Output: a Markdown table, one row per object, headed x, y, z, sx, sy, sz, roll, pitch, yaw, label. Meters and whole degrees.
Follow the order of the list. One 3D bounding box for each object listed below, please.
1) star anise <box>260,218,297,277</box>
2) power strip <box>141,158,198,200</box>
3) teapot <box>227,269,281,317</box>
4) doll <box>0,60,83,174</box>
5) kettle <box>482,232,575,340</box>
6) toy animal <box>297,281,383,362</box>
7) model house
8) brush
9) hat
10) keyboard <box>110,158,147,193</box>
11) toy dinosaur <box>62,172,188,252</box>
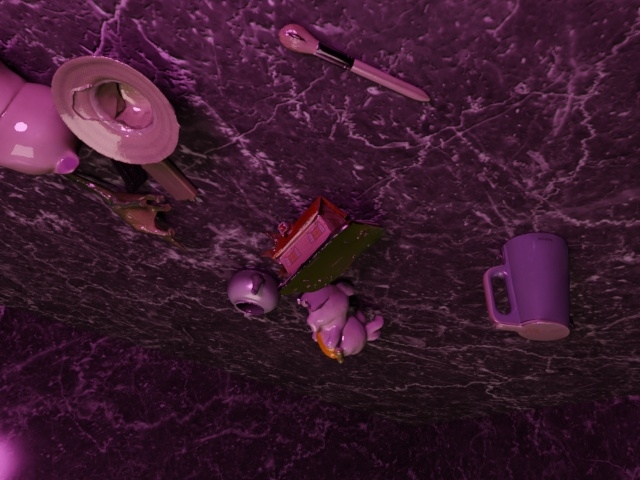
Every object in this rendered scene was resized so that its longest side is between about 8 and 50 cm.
| x | y | z | sx | sy | sz | roll | pitch | yaw | label |
| --- | --- | --- | --- | --- | --- | --- | --- | --- | --- |
| -0.043 | 0.045 | 1.309 | 0.288 | 0.088 | 0.288 | 7 | 136 | 7 | star anise |
| -0.391 | -0.159 | 1.155 | 0.076 | 0.028 | 0.169 | -7 | 142 | 26 | power strip |
| -0.238 | 0.191 | 1.557 | 0.193 | 0.129 | 0.294 | 17 | 147 | -7 | teapot |
| -0.678 | -0.275 | 0.895 | 0.226 | 0.215 | 0.370 | -31 | 129 | 25 | doll |
| 0.521 | 0.117 | 1.108 | 0.211 | 0.243 | 0.160 | 9 | 148 | 6 | kettle |
| 0.068 | 0.284 | 1.528 | 0.310 | 0.247 | 0.183 | 49 | 151 | -24 | toy animal |
| -0.001 | 0.001 | 1.162 | 0.294 | 0.154 | 0.207 | -45 | 154 | 27 | model house |
| 0.068 | -0.308 | 0.778 | 0.299 | 0.039 | 0.042 | 19 | 146 | -13 | brush |
| -0.388 | -0.281 | 0.888 | 0.252 | 0.110 | 0.252 | 5 | 141 | 4 | hat |
| -0.490 | -0.202 | 1.090 | 0.013 | 0.061 | 0.204 | 24 | 151 | 17 | keyboard |
| -0.586 | -0.089 | 1.276 | 0.301 | 0.087 | 0.447 | 1 | 142 | 18 | toy dinosaur |
